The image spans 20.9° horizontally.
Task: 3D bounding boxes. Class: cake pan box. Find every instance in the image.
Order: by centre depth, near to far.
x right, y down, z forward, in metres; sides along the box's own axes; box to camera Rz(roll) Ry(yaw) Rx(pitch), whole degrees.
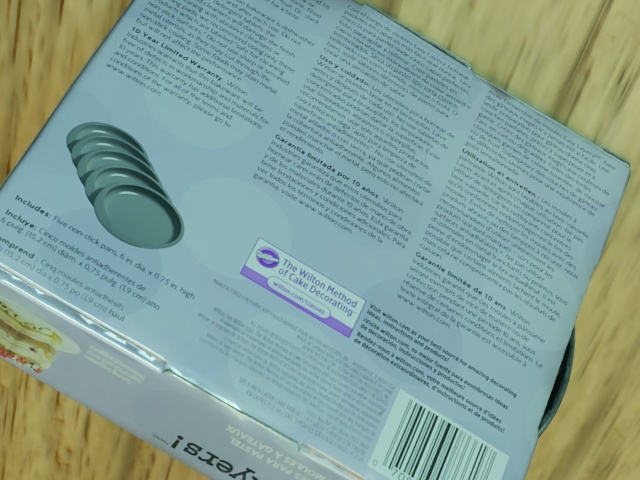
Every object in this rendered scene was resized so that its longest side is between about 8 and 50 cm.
[{"bbox_3d":[0.000,0.000,0.788,0.267,0.245,0.070,29,142,-6],"label":"cake pan box"}]
